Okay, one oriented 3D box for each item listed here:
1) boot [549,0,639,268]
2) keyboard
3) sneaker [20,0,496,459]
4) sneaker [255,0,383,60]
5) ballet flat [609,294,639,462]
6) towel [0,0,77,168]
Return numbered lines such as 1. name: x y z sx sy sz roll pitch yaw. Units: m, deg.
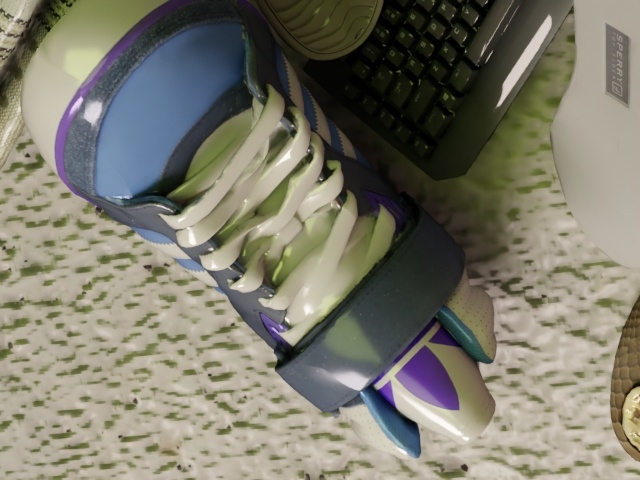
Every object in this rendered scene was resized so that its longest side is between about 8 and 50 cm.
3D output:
1. boot: 0.192 -0.100 0.991 0.095 0.123 0.258 42 154 30
2. keyboard: 0.068 -0.202 1.013 0.201 0.033 0.317 44 126 21
3. sneaker: 0.000 0.000 0.980 0.236 0.323 0.130 41 86 20
4. sneaker: -0.031 -0.206 1.039 0.083 0.118 0.222 -21 102 -8
5. ballet flat: 0.223 0.023 1.039 0.084 0.058 0.250 32 115 10
6. towel: -0.164 -0.193 1.003 0.056 0.312 0.324 16 123 -28
